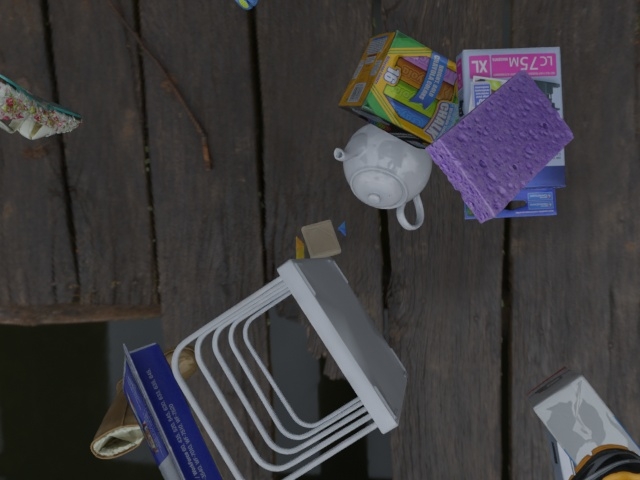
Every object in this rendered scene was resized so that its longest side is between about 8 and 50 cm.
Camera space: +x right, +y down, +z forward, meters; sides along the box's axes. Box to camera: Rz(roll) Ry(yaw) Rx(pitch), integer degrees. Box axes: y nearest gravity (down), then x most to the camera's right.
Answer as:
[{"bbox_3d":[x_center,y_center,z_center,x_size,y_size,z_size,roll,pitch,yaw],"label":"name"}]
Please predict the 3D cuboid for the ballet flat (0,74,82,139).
[{"bbox_3d":[-0.470,-0.204,1.081,0.091,0.241,0.077,28,91,12],"label":"ballet flat"}]

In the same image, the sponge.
[{"bbox_3d":[0.235,-0.126,0.869,0.210,0.031,0.117,-40,92,-32],"label":"sponge"}]

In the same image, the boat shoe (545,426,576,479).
[{"bbox_3d":[0.472,0.370,1.271,0.076,0.080,0.229,-8,84,-1],"label":"boat shoe"}]

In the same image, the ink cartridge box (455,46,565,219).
[{"bbox_3d":[0.354,-0.198,1.264,0.185,0.065,0.311,-2,92,-2],"label":"ink cartridge box"}]

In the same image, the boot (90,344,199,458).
[{"bbox_3d":[-0.390,0.368,1.566,0.236,0.269,0.089,-30,106,3],"label":"boot"}]

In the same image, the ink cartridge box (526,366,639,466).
[{"bbox_3d":[0.356,0.251,0.932,0.078,0.231,0.134,-37,75,7],"label":"ink cartridge box"}]

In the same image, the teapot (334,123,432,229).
[{"bbox_3d":[0.167,-0.167,1.776,0.256,0.187,0.253,15,146,7],"label":"teapot"}]

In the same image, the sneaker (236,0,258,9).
[{"bbox_3d":[-0.171,-0.561,1.375,0.067,0.078,0.188,-25,94,10],"label":"sneaker"}]

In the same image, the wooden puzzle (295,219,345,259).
[{"bbox_3d":[0.000,0.000,1.376,0.116,0.014,0.079,-8,81,-18],"label":"wooden puzzle"}]

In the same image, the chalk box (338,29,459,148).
[{"bbox_3d":[0.221,-0.308,1.488,0.288,0.180,0.179,23,95,-19],"label":"chalk box"}]

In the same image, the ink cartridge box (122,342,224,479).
[{"bbox_3d":[-0.204,0.309,1.003,0.072,0.307,0.304,-22,76,-25],"label":"ink cartridge box"}]

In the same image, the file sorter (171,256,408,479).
[{"bbox_3d":[-0.024,0.146,0.807,0.173,0.277,0.193,-34,84,8],"label":"file sorter"}]

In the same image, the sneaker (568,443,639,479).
[{"bbox_3d":[0.229,0.277,0.610,0.084,0.083,0.215,34,81,8],"label":"sneaker"}]
